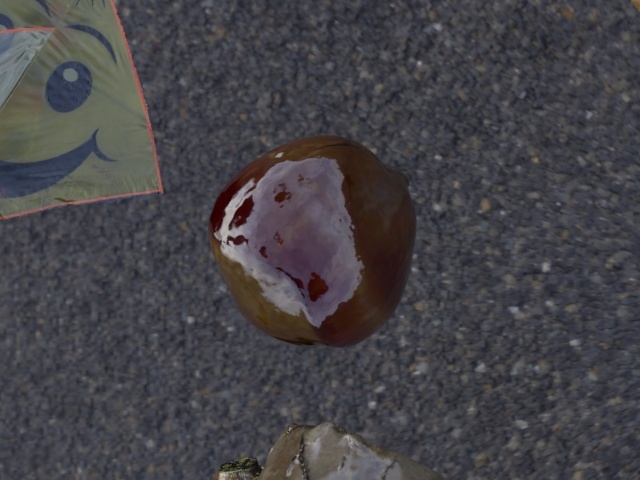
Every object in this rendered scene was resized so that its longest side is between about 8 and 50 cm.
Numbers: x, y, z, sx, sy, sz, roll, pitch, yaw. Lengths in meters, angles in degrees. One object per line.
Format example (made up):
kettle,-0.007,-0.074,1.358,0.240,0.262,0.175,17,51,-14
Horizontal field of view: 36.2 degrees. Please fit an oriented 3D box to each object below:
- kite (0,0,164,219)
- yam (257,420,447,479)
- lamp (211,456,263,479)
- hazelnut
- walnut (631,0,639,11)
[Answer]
kite,-0.319,-0.174,1.059,0.378,0.013,0.327,29,70,-8
yam,-0.003,0.221,0.560,0.129,0.128,0.238,23,55,2
lamp,-0.115,0.458,1.607,0.223,0.223,0.196,-8,98,29
hazelnut,0.000,0.000,0.992,0.230,0.229,0.229,-3,85,30
walnut,0.316,-0.219,0.841,0.096,0.082,0.078,-12,67,20
